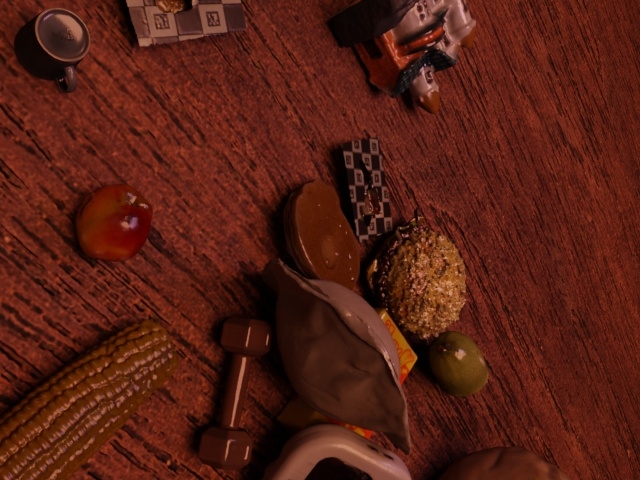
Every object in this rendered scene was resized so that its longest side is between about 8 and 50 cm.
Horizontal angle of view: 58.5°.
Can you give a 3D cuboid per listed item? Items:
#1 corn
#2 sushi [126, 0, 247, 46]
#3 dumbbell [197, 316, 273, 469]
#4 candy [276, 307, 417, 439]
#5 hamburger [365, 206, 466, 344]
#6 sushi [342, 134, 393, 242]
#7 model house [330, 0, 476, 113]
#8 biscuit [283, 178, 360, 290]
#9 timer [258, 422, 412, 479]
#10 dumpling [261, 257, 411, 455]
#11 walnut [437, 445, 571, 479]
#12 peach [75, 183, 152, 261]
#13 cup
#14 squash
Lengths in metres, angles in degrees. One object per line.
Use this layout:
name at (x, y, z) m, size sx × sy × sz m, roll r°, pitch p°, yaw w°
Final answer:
corn at (-0.327, 0.234, 0.715) m, size 0.363 × 0.120 × 0.121 m, roll -43°, pitch 116°, yaw -38°
sushi at (-0.227, -0.411, 0.862) m, size 0.192 × 0.050 × 0.215 m, roll -26°, pitch 110°, yaw -35°
dumbbell at (-0.135, 0.238, 0.902) m, size 0.092 × 0.082 × 0.231 m, roll 17°, pitch 78°, yaw -38°
candy at (0.058, 0.271, 1.066) m, size 0.276 × 0.088 × 0.146 m, roll -53°, pitch 121°, yaw -29°
hamburger at (0.205, 0.076, 1.165) m, size 0.243 × 0.138 × 0.262 m, roll -48°, pitch 119°, yaw -31°
sushi at (0.084, -0.105, 1.136) m, size 0.139 × 0.031 × 0.201 m, roll -18°, pitch 101°, yaw -51°
model house at (0.207, -0.399, 1.149) m, size 0.271 × 0.190 × 0.301 m, roll -47°, pitch 119°, yaw -34°
biscuit at (0.000, 0.000, 1.023) m, size 0.181 × 0.049 × 0.208 m, roll -45°, pitch 114°, yaw -53°
timer at (0.011, 0.427, 0.939) m, size 0.237 × 0.087 × 0.262 m, roll 33°, pitch 101°, yaw -14°
dumpling at (0.032, 0.172, 0.878) m, size 0.181 × 0.260 × 0.342 m, roll -12°, pitch 71°, yaw -10°
walnut at (0.390, 0.624, 1.194) m, size 0.381 × 0.381 × 0.382 m, roll 1°, pitch 88°, yaw -41°
peach at (-0.283, -0.022, 0.778) m, size 0.100 × 0.100 × 0.101 m, roll 1°, pitch 88°, yaw -41°
cup at (-0.340, -0.244, 0.741) m, size 0.078 × 0.077 × 0.100 m, roll -30°, pitch 109°, yaw -37°
squash at (0.285, 0.252, 1.215) m, size 0.187 × 0.123 × 0.123 m, roll 52°, pitch 56°, yaw -51°
